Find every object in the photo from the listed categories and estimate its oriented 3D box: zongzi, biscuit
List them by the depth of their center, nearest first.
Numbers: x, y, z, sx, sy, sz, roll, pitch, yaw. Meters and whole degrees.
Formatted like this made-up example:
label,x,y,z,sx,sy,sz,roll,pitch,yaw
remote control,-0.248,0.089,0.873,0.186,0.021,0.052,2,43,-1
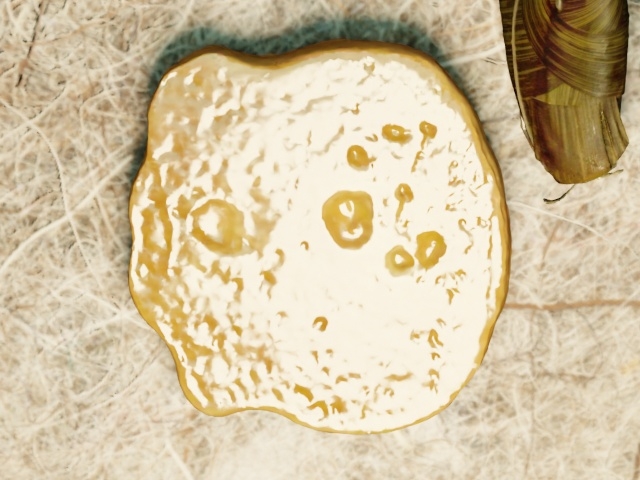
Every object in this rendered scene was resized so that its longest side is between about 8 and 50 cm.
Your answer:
label,x,y,z,sx,sy,sz,roll,pitch,yaw
zongzi,0.230,-0.142,1.767,0.111,0.241,0.248,-9,106,0
biscuit,0.000,-0.001,1.889,0.365,0.062,0.385,0,106,0
